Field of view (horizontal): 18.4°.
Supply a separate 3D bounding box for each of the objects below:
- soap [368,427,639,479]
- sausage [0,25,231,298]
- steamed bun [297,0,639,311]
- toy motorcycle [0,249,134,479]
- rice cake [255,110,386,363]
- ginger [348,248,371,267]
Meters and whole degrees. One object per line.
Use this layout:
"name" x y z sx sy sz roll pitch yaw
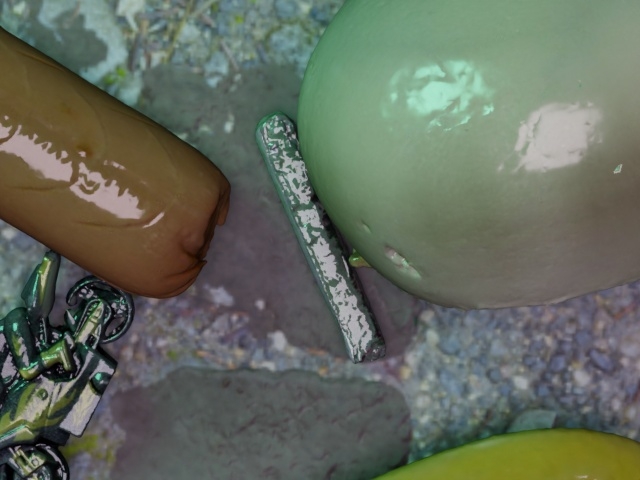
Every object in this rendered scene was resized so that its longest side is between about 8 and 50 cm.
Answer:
"soap" 0.109 0.311 1.504 0.427 0.115 0.306 -20 98 -1
"sausage" -0.207 -0.070 1.437 0.304 0.121 0.121 32 94 -8
"steamed bun" 0.141 -0.107 1.353 0.324 0.324 0.206 -16 119 -2
"toy motorcycle" -0.222 0.101 1.487 0.124 0.061 0.193 22 97 -3
"rice cake" 0.001 0.000 1.501 0.033 0.033 0.207 -23 98 1
"ginger" 0.105 0.001 1.499 0.173 0.051 0.069 11 86 -6
